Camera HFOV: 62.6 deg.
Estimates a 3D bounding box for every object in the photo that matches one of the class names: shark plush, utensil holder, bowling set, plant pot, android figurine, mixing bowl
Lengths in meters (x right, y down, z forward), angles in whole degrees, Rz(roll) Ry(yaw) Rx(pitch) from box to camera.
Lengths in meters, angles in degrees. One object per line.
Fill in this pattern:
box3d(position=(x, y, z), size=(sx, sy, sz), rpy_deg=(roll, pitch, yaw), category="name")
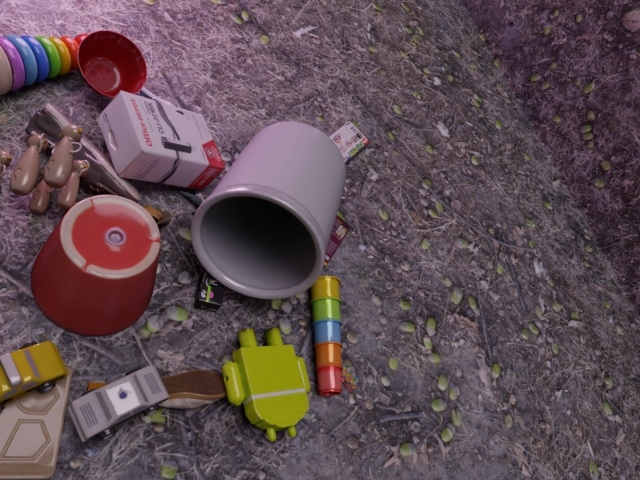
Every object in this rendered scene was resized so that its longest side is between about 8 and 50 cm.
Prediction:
box3d(position=(-0.326, -0.091, 1.455), size=(0.161, 0.073, 0.067), rpy_deg=(40, 79, -11), category="shark plush")
box3d(position=(-0.110, -0.091, 1.380), size=(0.327, 0.327, 0.385), rpy_deg=(34, 38, -11), category="utensil holder")
box3d(position=(-0.630, -0.145, 1.242), size=(0.200, 0.287, 0.154), rpy_deg=(53, 38, -57), category="bowling set")
box3d(position=(-0.475, 0.043, 1.155), size=(0.275, 0.243, 0.275), rpy_deg=(16, 56, -25), category="plant pot")
box3d(position=(-0.122, 0.347, 1.289), size=(0.248, 0.056, 0.273), rpy_deg=(5, 58, -44), category="android figurine")
box3d(position=(-0.577, -0.465, 1.435), size=(0.181, 0.098, 0.181), rpy_deg=(3, 84, -38), category="mixing bowl")

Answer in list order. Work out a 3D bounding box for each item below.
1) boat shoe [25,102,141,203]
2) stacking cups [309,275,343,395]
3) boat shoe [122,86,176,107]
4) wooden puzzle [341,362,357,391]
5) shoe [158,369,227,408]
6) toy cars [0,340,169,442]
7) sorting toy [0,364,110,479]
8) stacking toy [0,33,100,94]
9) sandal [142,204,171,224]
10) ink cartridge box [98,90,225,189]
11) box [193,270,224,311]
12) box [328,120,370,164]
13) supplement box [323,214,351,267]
box3d(position=(-0.595, -0.195, 1.328), size=(0.095, 0.112, 0.335), rpy_deg=(-44, 91, -1), category="boat shoe")
box3d(position=(0.024, 0.256, 1.435), size=(0.096, 0.096, 0.316), rpy_deg=(11, 58, -27), category="stacking cups")
box3d(position=(-0.492, -0.374, 1.514), size=(0.183, 0.065, 0.083), rpy_deg=(33, 55, -2), category="boat shoe")
box3d(position=(0.074, 0.374, 1.456), size=(0.049, 0.006, 0.083), rpy_deg=(-31, 82, -40), category="wooden puzzle")
box3d(position=(-0.312, 0.344, 1.207), size=(0.219, 0.058, 0.076), rpy_deg=(8, 39, -33), category="shoe")
box3d(position=(-0.495, 0.288, 1.035), size=(0.394, 0.087, 0.176), rpy_deg=(18, 55, -15), category="toy cars")
box3d(position=(-0.573, 0.354, 1.047), size=(0.307, 0.041, 0.229), rpy_deg=(12, 53, -26), category="sorting toy")
box3d(position=(-0.728, -0.489, 1.399), size=(0.141, 0.141, 0.330), rpy_deg=(50, 43, 3), category="stacking toy")
box3d(position=(-0.422, -0.064, 1.323), size=(0.072, 0.049, 0.180), rpy_deg=(35, 15, 0), category="sandal")
box3d(position=(-0.415, -0.257, 1.393), size=(0.273, 0.114, 0.197), rpy_deg=(2, 56, -54), category="ink cartridge box")
box3d(position=(-0.283, 0.132, 1.347), size=(0.062, 0.052, 0.083), rpy_deg=(16, 54, -23), category="box")
box3d(position=(0.082, -0.334, 1.862), size=(0.114, 0.036, 0.207), rpy_deg=(46, 49, -1), category="box")
box3d(position=(0.000, 0.000, 1.583), size=(0.104, 0.081, 0.188), rpy_deg=(39, 50, -6), category="supplement box")
